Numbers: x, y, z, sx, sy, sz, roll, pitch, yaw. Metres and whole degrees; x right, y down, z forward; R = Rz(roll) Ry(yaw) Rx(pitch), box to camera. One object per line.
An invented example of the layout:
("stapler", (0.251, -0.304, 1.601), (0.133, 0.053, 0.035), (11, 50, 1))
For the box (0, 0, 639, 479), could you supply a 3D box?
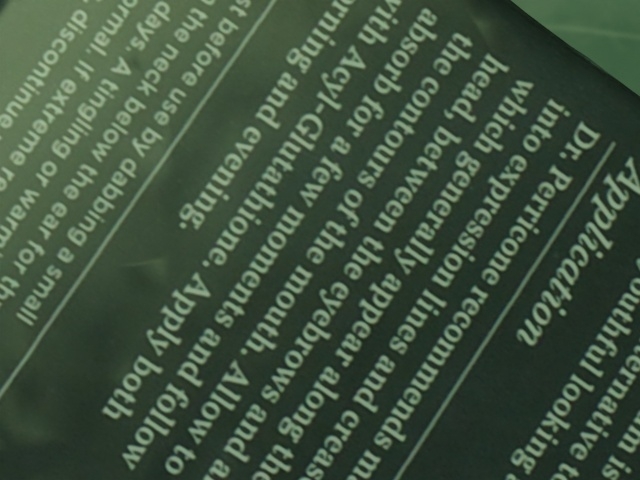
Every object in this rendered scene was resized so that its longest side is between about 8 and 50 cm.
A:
("box", (0.036, 0.060, 0.588), (0.395, 0.293, 0.212), (35, 83, -6))
